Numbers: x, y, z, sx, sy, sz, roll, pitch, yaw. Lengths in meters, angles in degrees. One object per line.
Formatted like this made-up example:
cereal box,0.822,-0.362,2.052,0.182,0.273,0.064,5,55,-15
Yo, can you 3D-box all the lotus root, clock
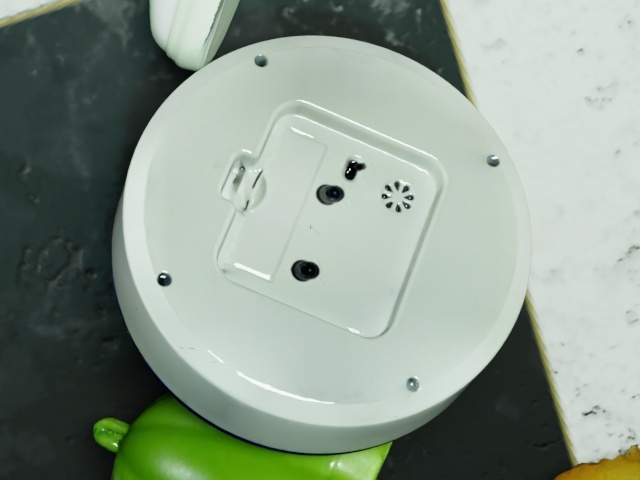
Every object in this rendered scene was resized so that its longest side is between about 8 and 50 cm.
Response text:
lotus root,-0.062,0.149,0.930,0.186,0.186,0.186,-2,107,-6
clock,0.000,0.000,0.866,0.230,0.083,0.230,4,67,-9

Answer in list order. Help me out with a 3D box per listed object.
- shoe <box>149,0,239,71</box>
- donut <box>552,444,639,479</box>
shoe,-0.082,-0.231,0.850,0.110,0.095,0.264,12,102,0
donut,0.201,0.260,1.015,0.254,0.118,0.253,-8,117,-16
